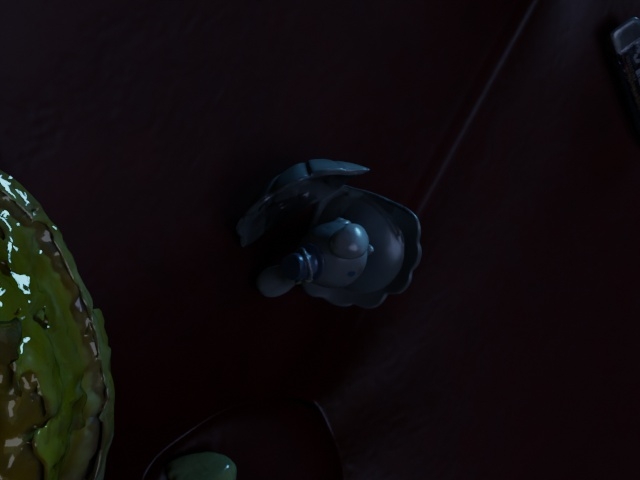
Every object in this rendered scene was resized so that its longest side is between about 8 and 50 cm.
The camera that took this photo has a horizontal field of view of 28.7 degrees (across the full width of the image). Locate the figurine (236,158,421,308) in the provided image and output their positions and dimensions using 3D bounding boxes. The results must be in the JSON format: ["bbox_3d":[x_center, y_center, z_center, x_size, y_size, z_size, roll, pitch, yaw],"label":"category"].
[{"bbox_3d":[0.000,0.000,0.670,0.086,0.094,0.082,-4,65,-63],"label":"figurine"}]

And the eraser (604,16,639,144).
[{"bbox_3d":[0.212,-0.104,0.831,0.027,0.019,0.099,-34,120,-8],"label":"eraser"}]

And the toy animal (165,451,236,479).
[{"bbox_3d":[-0.095,0.199,0.655,0.219,0.103,0.101,-22,137,-34],"label":"toy animal"}]

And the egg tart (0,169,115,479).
[{"bbox_3d":[-0.203,0.070,0.509,0.291,0.107,0.290,-6,102,-32],"label":"egg tart"}]
